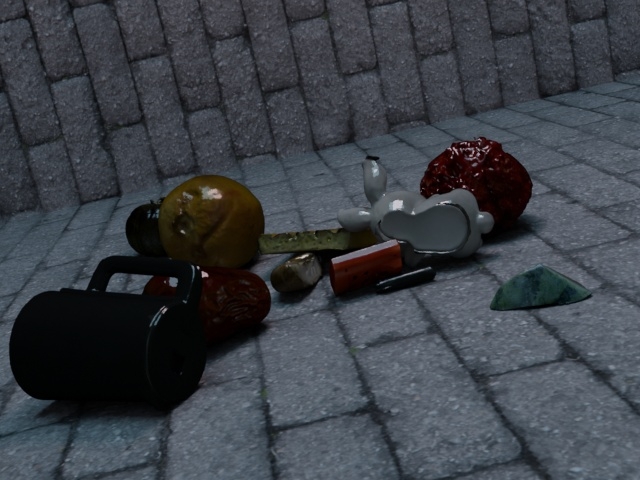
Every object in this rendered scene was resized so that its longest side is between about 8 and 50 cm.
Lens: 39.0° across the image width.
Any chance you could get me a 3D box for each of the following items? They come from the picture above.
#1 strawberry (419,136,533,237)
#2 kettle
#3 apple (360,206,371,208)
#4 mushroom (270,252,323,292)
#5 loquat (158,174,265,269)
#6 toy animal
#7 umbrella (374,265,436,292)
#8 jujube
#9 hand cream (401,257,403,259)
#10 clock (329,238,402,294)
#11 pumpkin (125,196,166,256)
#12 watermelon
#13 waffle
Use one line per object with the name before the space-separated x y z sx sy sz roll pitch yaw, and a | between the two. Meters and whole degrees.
strawberry | 0.365 -0.107 2.118 0.274 0.274 0.220 -8 53 17
kettle | -0.364 0.176 1.650 0.308 0.203 0.262 -2 33 27
apple | 0.116 -0.043 2.310 0.084 0.084 0.071 -9 32 13
mushroom | -0.057 0.076 2.024 0.094 0.072 0.210 -13 3 13
loquat | -0.275 -0.048 2.322 0.276 0.276 0.284 -3 15 32
toy animal | 0.207 -0.053 1.996 0.325 0.208 0.154 28 9 9
umbrella | 0.178 0.082 1.898 0.133 0.031 0.036 -14 -19 -6
jujube | -0.228 0.127 1.801 0.255 0.190 0.190 -11 12 -31
hand cream | 0.199 0.009 2.128 0.088 0.055 0.256 6 30 35
clock | 0.096 0.065 1.917 0.155 0.061 0.113 -16 -29 -7
pumpkin | -0.451 -0.047 2.632 0.238 0.159 0.238 -15 11 3
watermelon | 0.400 0.088 1.668 0.180 0.081 0.094 -8 -11 -3
waffle | 0.000 0.000 2.194 0.248 0.055 0.221 -5 -1 23
